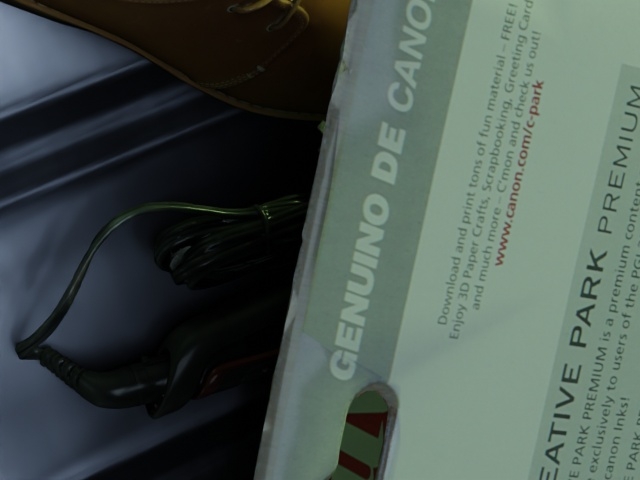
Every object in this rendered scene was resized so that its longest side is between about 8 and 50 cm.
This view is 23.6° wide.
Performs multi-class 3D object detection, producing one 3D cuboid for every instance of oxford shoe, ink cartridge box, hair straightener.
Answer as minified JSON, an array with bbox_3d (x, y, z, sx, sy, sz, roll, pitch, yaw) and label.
[{"bbox_3d":[-0.024,-0.083,0.512,0.212,0.076,0.076,11,92,-26],"label":"oxford shoe"},{"bbox_3d":[0.068,0.071,0.492,0.272,0.130,0.309,10,94,-31],"label":"ink cartridge box"},{"bbox_3d":[0.000,0.000,0.558,0.230,0.047,0.089,-15,104,-16],"label":"hair straightener"}]
